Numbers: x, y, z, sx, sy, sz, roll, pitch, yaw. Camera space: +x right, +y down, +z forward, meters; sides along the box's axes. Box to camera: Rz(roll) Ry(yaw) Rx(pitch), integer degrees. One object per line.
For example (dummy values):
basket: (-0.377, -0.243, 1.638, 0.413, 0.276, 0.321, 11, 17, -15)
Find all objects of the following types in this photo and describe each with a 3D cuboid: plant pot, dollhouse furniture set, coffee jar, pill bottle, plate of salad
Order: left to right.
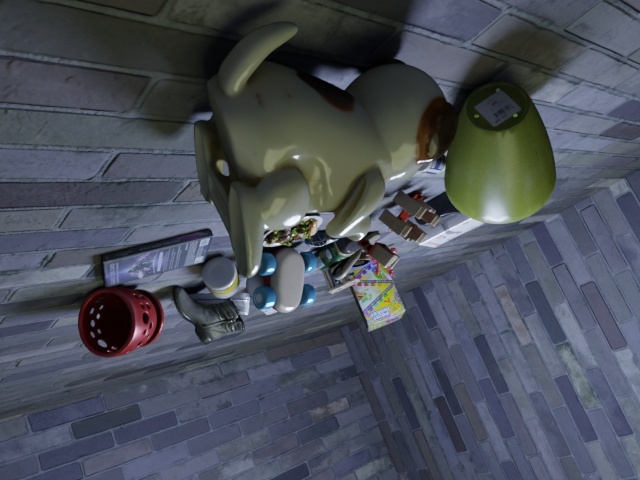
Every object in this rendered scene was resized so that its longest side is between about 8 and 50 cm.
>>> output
plant pot: (-0.553, 0.228, 1.645, 0.191, 0.191, 0.174, -26, 167, 14)
pill bottle: (-0.302, 0.120, 1.786, 0.103, 0.103, 0.184, -20, 165, -9)
plate of salad: (-0.083, -0.018, 1.722, 0.200, 0.048, 0.200, -20, 166, -5)
coffee jar: (0.059, 0.035, 2.042, 0.096, 0.079, 0.184, -15, 165, -42)
dollhouse furniture set: (0.087, 0.134, 2.328, 0.129, 0.129, 0.184, -24, 164, 8)
dollhouse furniture set: (0.250, -0.047, 1.919, 0.259, 0.135, 0.262, -53, 157, 11)
pill bottle: (0.291, -0.210, 1.541, 0.067, 0.067, 0.120, -32, 162, 34)
plant pot: (0.419, -0.227, 1.369, 0.275, 0.275, 0.293, -23, 150, 5)

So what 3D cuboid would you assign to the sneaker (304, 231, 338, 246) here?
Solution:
sneaker: (0.000, 0.000, 1.898, 0.135, 0.052, 0.058, -10, 165, -36)

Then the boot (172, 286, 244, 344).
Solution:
boot: (-0.358, 0.220, 1.889, 0.161, 0.246, 0.083, -25, -151, 8)

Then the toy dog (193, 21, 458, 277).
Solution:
toy dog: (0.015, -0.182, 0.971, 0.408, 0.284, 0.395, -14, 127, -22)

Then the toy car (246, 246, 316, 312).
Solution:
toy car: (-0.171, 0.123, 1.924, 0.238, 0.210, 0.219, 3, -178, 44)

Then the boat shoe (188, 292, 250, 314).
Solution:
boat shoe: (-0.366, 0.223, 1.967, 0.258, 0.084, 0.095, -4, 166, 13)

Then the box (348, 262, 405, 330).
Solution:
box: (0.242, 0.242, 2.632, 0.177, 0.279, 0.290, -21, 166, -1)

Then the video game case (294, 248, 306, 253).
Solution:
video game case: (-0.102, 0.059, 2.032, 0.087, 0.011, 0.122, -27, 164, 15)

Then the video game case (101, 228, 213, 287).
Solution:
video game case: (-0.426, 0.048, 1.517, 0.274, 0.026, 0.196, -14, 163, -24)

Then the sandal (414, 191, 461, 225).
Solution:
sandal: (0.448, -0.125, 2.028, 0.254, 0.097, 0.054, -19, 168, 31)

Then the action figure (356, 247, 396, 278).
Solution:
action figure: (0.207, 0.123, 2.462, 0.280, 0.139, 0.091, -25, 166, 1)

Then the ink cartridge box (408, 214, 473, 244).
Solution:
ink cartridge box: (0.492, -0.086, 2.155, 0.283, 0.117, 0.207, -29, 164, 24)

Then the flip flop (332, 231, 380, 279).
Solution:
flip flop: (0.141, 0.065, 2.123, 0.112, 0.080, 0.277, -42, -176, 47)
